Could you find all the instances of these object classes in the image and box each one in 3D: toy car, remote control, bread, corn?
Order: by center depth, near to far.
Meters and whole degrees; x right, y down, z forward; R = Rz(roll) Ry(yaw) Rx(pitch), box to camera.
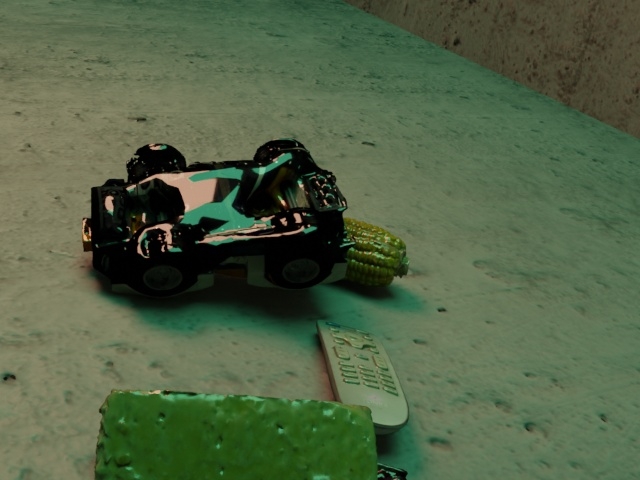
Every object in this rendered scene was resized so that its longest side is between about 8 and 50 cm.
[{"bbox_3d":[-0.058,0.175,0.668,0.196,0.138,0.102,3,-10,-3],"label":"bread"},{"bbox_3d":[0.037,0.137,0.978,0.073,0.044,0.229,13,14,-11],"label":"remote control"},{"bbox_3d":[-0.119,-0.022,1.110,0.301,0.118,0.193,-6,49,-8],"label":"toy car"},{"bbox_3d":[0.000,0.000,1.221,0.238,0.080,0.080,18,23,15],"label":"corn"}]

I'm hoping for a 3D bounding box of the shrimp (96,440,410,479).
[{"bbox_3d":[-0.035,0.185,0.805,0.289,0.075,0.178,3,19,7],"label":"shrimp"}]
